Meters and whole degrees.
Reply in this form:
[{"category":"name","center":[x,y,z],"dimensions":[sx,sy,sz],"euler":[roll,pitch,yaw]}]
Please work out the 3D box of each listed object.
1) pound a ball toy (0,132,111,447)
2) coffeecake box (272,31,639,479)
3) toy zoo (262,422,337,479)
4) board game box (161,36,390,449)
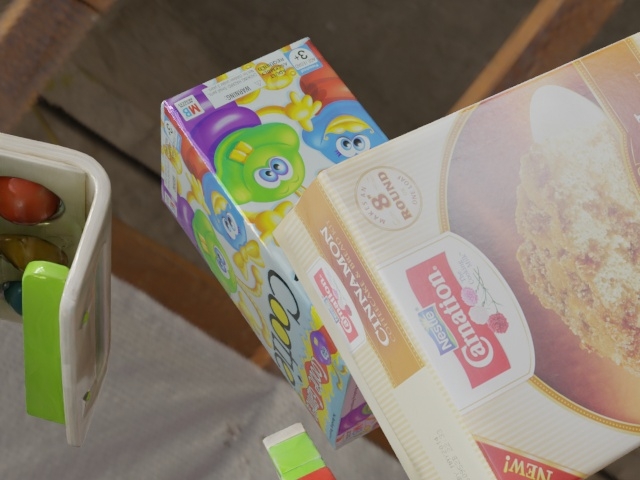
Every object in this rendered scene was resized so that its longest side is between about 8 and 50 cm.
[{"category":"pound a ball toy","center":[-0.250,0.014,1.022],"dimensions":[0.208,0.135,0.319],"euler":[13,-29,-1]},{"category":"coffeecake box","center":[0.099,0.011,0.577],"dimensions":[0.186,0.068,0.142],"euler":[-25,-101,-25]},{"category":"toy zoo","center":[0.043,0.241,0.837],"dimensions":[0.030,0.293,0.192],"euler":[-25,-71,-7]},{"category":"board game box","center":[0.000,0.000,1.171],"dimensions":[0.142,0.275,0.144],"euler":[-27,-26,-21]}]
